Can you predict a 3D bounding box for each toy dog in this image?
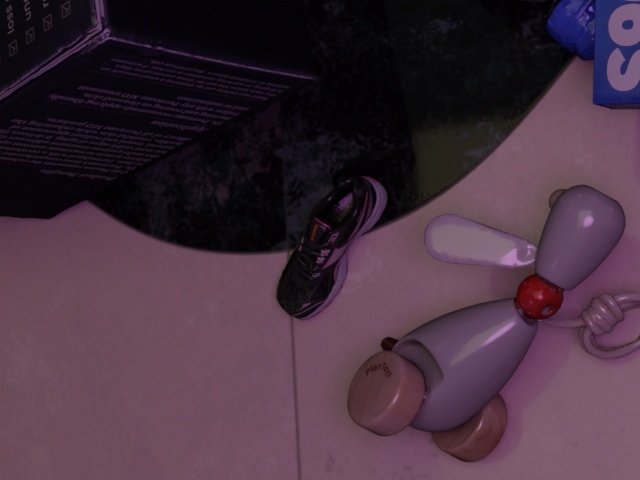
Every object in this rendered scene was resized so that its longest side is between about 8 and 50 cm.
[{"bbox_3d":[0.163,0.073,1.373,0.334,0.220,0.161,-35,39,3],"label":"toy dog"}]

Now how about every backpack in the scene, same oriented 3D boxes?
[{"bbox_3d":[0.300,-0.244,1.413,0.120,0.098,0.101,-46,73,6],"label":"backpack"}]

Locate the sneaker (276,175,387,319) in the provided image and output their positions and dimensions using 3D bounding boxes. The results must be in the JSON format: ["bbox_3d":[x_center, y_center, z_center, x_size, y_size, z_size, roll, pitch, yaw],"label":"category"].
[{"bbox_3d":[0.000,0.000,1.485,0.072,0.077,0.178,28,91,23],"label":"sneaker"}]

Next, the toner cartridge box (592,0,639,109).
[{"bbox_3d":[0.345,-0.298,1.255,0.165,0.075,0.347,1,92,24],"label":"toner cartridge box"}]

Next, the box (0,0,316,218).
[{"bbox_3d":[-0.300,-0.323,1.454,0.472,0.297,0.480,-21,72,39],"label":"box"}]
